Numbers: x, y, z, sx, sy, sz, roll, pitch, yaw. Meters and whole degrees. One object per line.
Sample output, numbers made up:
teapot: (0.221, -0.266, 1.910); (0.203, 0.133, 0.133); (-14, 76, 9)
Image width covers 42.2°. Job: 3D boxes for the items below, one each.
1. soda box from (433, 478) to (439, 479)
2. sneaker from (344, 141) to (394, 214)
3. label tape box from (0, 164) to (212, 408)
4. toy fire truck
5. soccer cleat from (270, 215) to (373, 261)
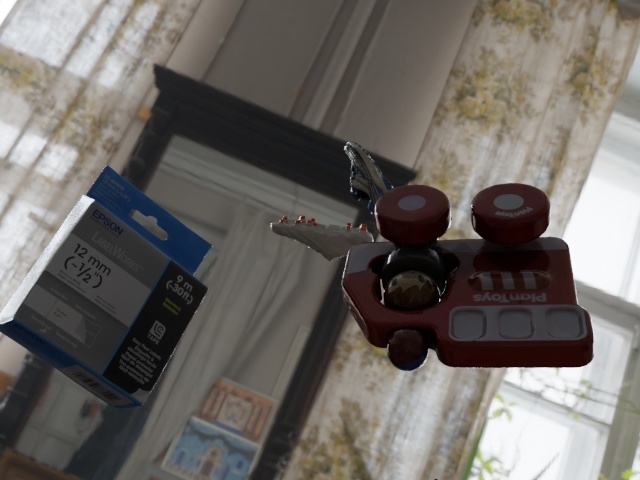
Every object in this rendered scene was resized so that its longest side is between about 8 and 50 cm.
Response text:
soda box: (0.263, 0.422, 1.125); (0.263, 0.092, 0.083); (16, -31, 17)
sneaker: (0.063, -0.092, 1.235); (0.135, 0.058, 0.052); (58, 8, 33)
label tape box: (-0.329, 0.064, 1.379); (0.249, 0.348, 0.115); (40, -31, -23)
toy fire truck: (0.174, 0.062, 1.039); (0.302, 0.254, 0.170); (-1, -57, 11)
soccer cleat: (0.000, 0.000, 1.554); (0.196, 0.076, 0.068); (8, 13, 7)
